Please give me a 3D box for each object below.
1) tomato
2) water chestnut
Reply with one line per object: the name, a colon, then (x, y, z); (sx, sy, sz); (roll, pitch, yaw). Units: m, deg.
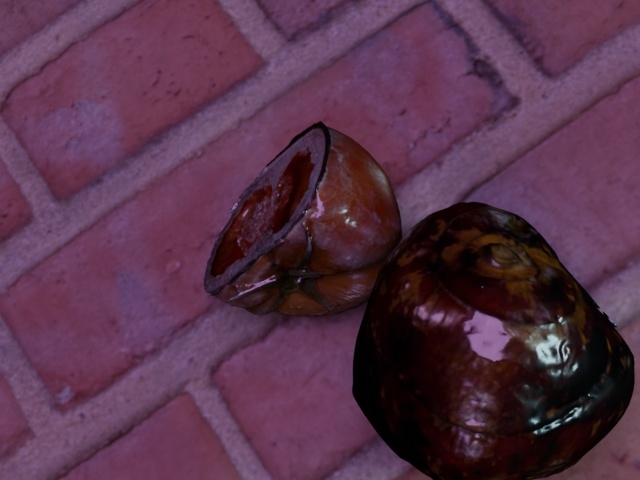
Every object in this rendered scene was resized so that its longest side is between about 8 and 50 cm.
tomato: (0.000, 0.000, 1.286); (0.155, 0.214, 0.181); (28, 49, -23)
water chestnut: (0.149, 0.111, 1.186); (0.244, 0.289, 0.289); (-37, 70, 10)
